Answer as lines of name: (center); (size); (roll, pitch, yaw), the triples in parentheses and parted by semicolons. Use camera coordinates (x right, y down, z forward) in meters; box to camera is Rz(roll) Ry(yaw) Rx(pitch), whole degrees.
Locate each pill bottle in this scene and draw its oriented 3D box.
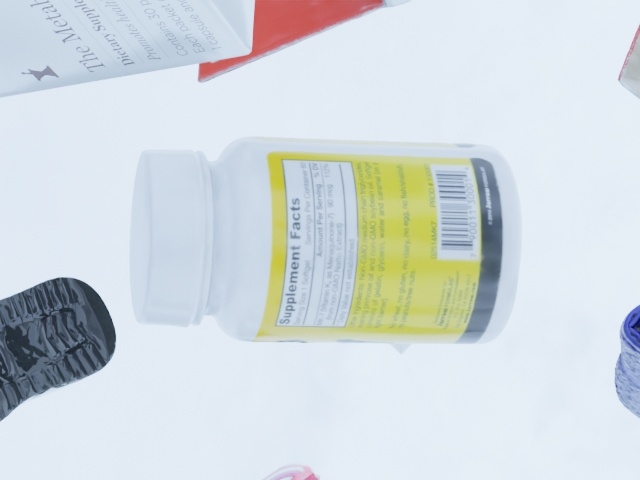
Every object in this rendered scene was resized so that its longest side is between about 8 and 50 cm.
pill bottle: (0.000, 0.000, 1.091); (0.208, 0.119, 0.119); (2, 40, -12)

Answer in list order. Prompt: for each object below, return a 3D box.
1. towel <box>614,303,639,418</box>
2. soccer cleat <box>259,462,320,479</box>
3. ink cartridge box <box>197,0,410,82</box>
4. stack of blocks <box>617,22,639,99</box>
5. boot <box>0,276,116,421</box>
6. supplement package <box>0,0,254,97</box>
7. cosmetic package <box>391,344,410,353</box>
towel: (0.375, 0.134, 1.696); (0.227, 0.308, 0.076); (25, 79, 13)
soccer cleat: (-0.075, 0.245, 1.589); (0.095, 0.083, 0.248); (15, 26, 16)
ink cartridge box: (0.028, -0.234, 1.064); (0.239, 0.060, 0.275); (-19, 43, 19)
stack of blocks: (0.292, -0.045, 0.757); (0.297, 0.087, 0.171); (41, 58, 19)
boot: (-0.215, 0.081, 0.976); (0.137, 0.198, 0.077); (-26, 77, 35)
supplement package: (-0.156, -0.133, 0.664); (0.244, 0.139, 0.134); (-8, 59, 20)
cosmetic package: (0.086, 0.034, 1.614); (0.060, 0.041, 0.115); (41, 79, 14)
